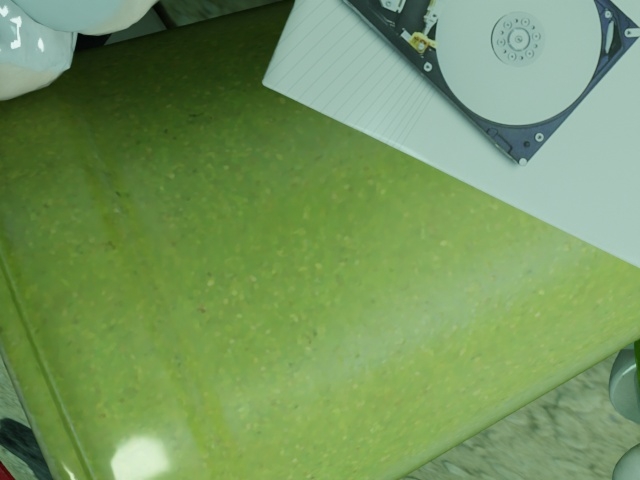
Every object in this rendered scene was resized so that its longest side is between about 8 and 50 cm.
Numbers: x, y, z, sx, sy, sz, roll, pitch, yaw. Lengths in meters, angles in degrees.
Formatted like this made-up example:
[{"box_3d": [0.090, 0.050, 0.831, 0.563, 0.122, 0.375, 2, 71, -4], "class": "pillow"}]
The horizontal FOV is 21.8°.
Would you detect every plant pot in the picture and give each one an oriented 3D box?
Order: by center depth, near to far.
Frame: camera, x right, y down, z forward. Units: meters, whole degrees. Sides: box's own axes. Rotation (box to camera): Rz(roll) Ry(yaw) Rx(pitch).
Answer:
[{"box_3d": [0.000, 0.000, 0.713, 0.276, 0.254, 0.276, 157, 90, -87], "class": "plant pot"}]

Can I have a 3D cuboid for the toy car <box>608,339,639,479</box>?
[{"box_3d": [0.215, 0.087, 0.847, 0.136, 0.159, 0.182, -14, 140, 12], "class": "toy car"}]

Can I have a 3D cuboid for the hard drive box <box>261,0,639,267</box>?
[{"box_3d": [0.127, -0.084, 0.526, 0.232, 0.181, 0.089, 26, -166, 14], "class": "hard drive box"}]

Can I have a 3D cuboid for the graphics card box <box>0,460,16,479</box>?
[{"box_3d": [-0.188, 0.085, 0.660, 0.371, 0.094, 0.233, 42, 162, 40], "class": "graphics card box"}]

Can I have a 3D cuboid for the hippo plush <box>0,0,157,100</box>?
[{"box_3d": [-0.158, -0.212, 0.561, 0.234, 0.236, 0.294, -8, 144, 35], "class": "hippo plush"}]

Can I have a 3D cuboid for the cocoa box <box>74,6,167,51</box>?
[{"box_3d": [-0.304, -0.114, 0.960, 0.347, 0.231, 0.228, 12, 148, 39], "class": "cocoa box"}]
